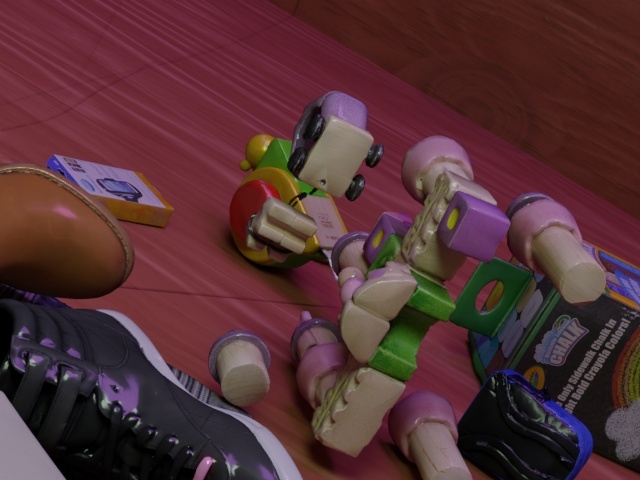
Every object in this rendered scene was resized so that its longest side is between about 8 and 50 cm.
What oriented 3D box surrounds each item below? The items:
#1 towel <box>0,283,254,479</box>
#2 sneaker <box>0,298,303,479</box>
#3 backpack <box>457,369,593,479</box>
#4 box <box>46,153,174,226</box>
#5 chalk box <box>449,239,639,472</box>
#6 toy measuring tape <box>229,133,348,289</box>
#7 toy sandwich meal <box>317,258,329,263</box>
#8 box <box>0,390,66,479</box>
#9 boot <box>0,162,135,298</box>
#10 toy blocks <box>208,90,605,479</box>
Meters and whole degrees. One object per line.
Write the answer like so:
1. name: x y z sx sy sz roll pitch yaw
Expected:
1. towel: -0.204 0.131 1.098 0.312 0.056 0.324 31 15 -5
2. sneaker: -0.133 0.133 0.952 0.147 0.105 0.295 11 20 -48
3. backpack: 0.211 0.194 1.466 0.120 0.098 0.101 36 15 23
4. box: -0.233 -0.054 1.583 0.136 0.028 0.081 9 27 -43
5. chalk box: 0.286 0.106 1.692 0.289 0.180 0.179 27 18 -12
6. toy measuring tape: -0.023 0.025 1.625 0.121 0.121 0.330 9 49 -48
7. toy sandwich meal: 0.000 0.000 1.788 0.085 0.029 0.085 26 18 -9
8. box: -0.172 0.206 0.817 0.094 0.113 0.275 8 26 -47
9. boot: -0.265 0.012 1.057 0.283 0.109 0.220 31 21 -22
10. toy blocks: 0.045 0.025 1.344 0.309 0.289 0.260 26 16 -19
